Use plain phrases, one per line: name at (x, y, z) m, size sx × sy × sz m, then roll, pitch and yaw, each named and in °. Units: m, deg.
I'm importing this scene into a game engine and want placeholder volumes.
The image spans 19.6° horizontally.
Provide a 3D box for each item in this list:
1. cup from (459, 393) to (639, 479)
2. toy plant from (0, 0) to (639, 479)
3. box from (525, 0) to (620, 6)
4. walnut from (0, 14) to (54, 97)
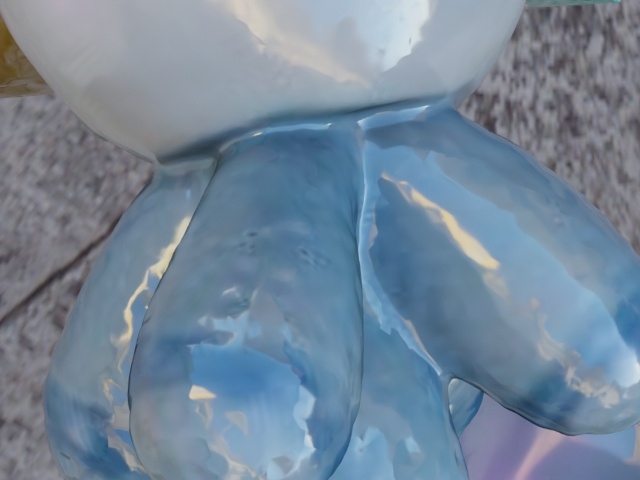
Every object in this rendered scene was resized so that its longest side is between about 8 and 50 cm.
cup at (0.116, 0.120, 0.990) m, size 0.300 × 0.173 × 0.167 m, roll 28°, pitch 98°, yaw -2°
toy plant at (0.000, 0.000, 0.706) m, size 0.247 × 0.247 × 0.332 m, roll -12°, pitch 84°, yaw 10°
box at (0.127, -0.252, 1.577) m, size 0.226 × 0.161 × 0.042 m, roll 17°, pitch 88°, yaw -22°
walnut at (-0.217, -0.253, 1.292) m, size 0.333 × 0.333 × 0.333 m, roll 2°, pitch 110°, yaw 6°
